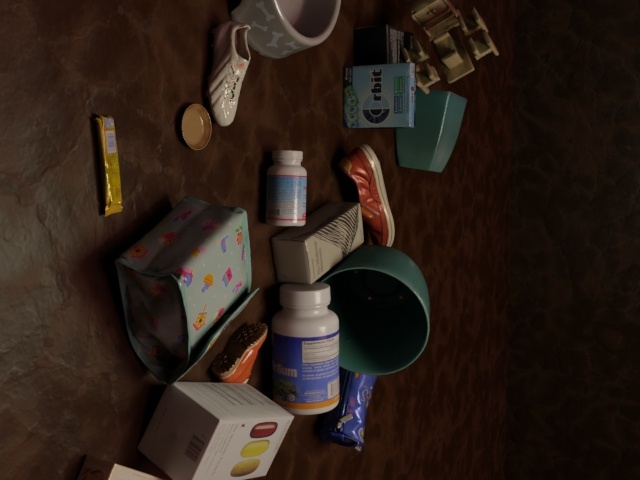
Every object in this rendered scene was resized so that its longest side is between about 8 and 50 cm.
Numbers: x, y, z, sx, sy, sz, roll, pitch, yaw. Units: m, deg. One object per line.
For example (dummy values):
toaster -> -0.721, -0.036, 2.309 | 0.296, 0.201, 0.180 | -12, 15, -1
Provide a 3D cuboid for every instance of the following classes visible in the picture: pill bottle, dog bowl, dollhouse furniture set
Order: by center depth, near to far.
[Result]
dog bowl -> -0.067, -0.556, 1.419 | 0.349, 0.102, 0.348 | -12, 104, -60
pill bottle -> -0.073, -0.112, 1.479 | 0.087, 0.087, 0.160 | -6, 99, -60
pill bottle -> -0.034, 0.234, 1.529 | 0.152, 0.152, 0.271 | -15, 106, -59
dollhouse furniture set -> 0.341, -0.530, 1.841 | 0.161, 0.212, 0.242 | 19, 49, -59

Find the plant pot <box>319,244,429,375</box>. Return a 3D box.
plant pot -> 0.135, 0.144, 1.698 | 0.235, 0.293, 0.293 | -58, 143, -61

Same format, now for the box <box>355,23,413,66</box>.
box -> 0.176, -0.435, 1.861 | 0.184, 0.103, 0.261 | -13, 104, -58

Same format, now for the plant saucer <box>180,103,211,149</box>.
plant saucer -> -0.231, -0.208, 1.260 | 0.083, 0.015, 0.083 | -15, 107, -59

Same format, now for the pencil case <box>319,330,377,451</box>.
pencil case -> 0.084, 0.383, 1.786 | 0.133, 0.119, 0.306 | 69, 34, -64

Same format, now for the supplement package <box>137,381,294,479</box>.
supplement package -> -0.184, 0.350, 1.263 | 0.244, 0.134, 0.139 | 21, 96, -59

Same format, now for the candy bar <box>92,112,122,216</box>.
candy bar -> -0.334, -0.120, 1.087 | 0.040, 0.018, 0.161 | -25, 115, -61

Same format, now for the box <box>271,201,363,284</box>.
box -> 0.000, 0.000, 1.615 | 0.275, 0.094, 0.113 | -38, 126, -53

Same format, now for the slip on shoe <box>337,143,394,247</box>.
slip on shoe -> 0.118, -0.100, 1.815 | 0.101, 0.123, 0.331 | -27, 131, -10

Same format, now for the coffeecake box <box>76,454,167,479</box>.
coffeecake box -> -0.342, 0.456, 1.098 | 0.142, 0.068, 0.185 | 49, 52, -52

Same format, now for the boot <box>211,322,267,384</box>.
boot -> -0.158, 0.240, 1.413 | 0.158, 0.059, 0.084 | -49, 138, -35

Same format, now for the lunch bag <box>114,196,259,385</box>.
lunch bag -> -0.219, 0.094, 1.185 | 0.223, 0.160, 0.262 | -52, 148, -49

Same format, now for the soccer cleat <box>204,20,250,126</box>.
soccer cleat -> -0.170, -0.314, 1.292 | 0.068, 0.076, 0.196 | -3, 97, -60

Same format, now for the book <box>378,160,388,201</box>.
book -> 0.155, -0.140, 1.940 | 0.096, 0.035, 0.144 | -55, 137, -48

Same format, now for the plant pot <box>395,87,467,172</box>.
plant pot -> 0.320, -0.330, 2.082 | 0.165, 0.166, 0.234 | -3, 104, -60

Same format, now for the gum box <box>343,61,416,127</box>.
gum box -> 0.148, -0.364, 1.736 | 0.041, 0.184, 0.156 | -14, 106, -60
